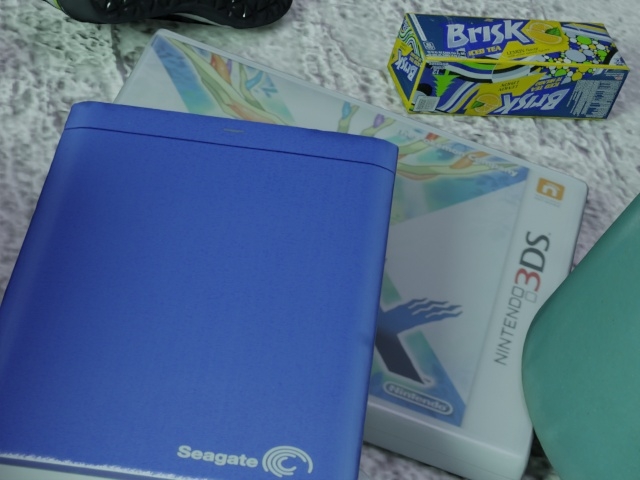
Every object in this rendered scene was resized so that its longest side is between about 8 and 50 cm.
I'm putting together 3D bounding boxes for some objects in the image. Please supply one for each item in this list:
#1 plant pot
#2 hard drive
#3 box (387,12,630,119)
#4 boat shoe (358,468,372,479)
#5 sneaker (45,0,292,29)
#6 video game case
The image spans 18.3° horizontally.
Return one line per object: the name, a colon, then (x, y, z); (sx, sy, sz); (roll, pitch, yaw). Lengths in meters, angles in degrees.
plant pot: (0.302, 0.047, 1.181); (0.293, 0.235, 0.293); (17, 40, -15)
hard drive: (-0.072, 0.036, 1.142); (0.210, 0.040, 0.319); (7, 39, 2)
box: (0.140, -0.130, 1.492); (0.168, 0.054, 0.059); (1, 43, -21)
boat shoe: (0.004, 0.211, 1.030); (0.076, 0.080, 0.228); (4, 49, -20)
sneaker: (-0.121, -0.201, 1.449); (0.234, 0.084, 0.097); (-4, 14, -45)
video game case: (0.000, 0.000, 1.300); (0.329, 0.036, 0.300); (20, 39, 2)
